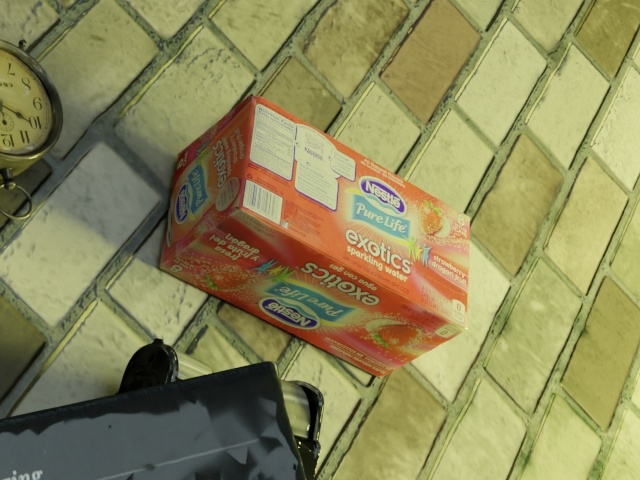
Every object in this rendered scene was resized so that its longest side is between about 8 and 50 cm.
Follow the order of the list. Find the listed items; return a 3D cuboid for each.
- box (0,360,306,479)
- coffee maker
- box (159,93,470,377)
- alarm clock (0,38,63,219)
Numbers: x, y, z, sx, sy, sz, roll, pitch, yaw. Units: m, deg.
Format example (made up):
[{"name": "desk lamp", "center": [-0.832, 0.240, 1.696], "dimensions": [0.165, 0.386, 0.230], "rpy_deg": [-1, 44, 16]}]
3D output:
[{"name": "box", "center": [-0.227, 0.367, 1.065], "dimensions": [0.480, 0.297, 0.472], "rpy_deg": [-9, 82, -36]}, {"name": "coffee maker", "center": [-0.097, 0.192, 1.516], "dimensions": [0.178, 0.120, 0.171], "rpy_deg": [17, 55, -35]}, {"name": "box", "center": [0.000, 0.000, 1.708], "dimensions": [0.300, 0.142, 0.154], "rpy_deg": [28, 49, -29]}, {"name": "alarm clock", "center": [-0.305, -0.104, 1.547], "dimensions": [0.129, 0.064, 0.192], "rpy_deg": [2, 62, -43]}]
